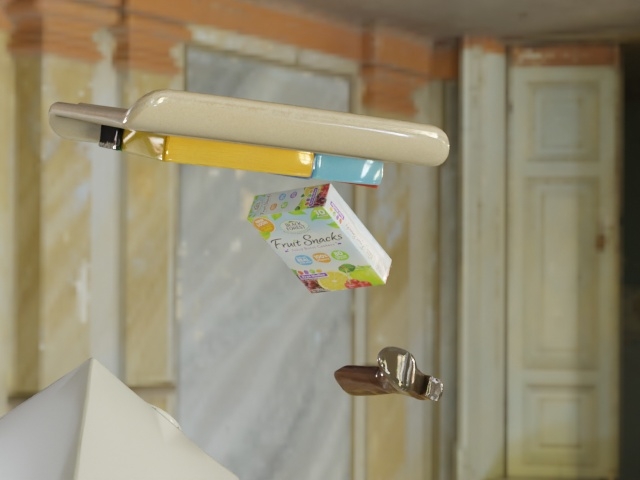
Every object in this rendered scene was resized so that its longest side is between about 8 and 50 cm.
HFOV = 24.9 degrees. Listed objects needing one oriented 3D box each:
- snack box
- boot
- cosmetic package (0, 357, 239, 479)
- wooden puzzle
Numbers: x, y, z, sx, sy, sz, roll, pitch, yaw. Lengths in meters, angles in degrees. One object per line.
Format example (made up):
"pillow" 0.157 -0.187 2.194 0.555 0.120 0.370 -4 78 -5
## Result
"snack box" 0.000 0.000 1.577 0.100 0.037 0.141 -9 138 31
"boot" 0.050 0.132 1.443 0.114 0.037 0.106 2 153 41
"cosmetic package" -0.193 0.312 1.245 0.156 0.217 0.385 -34 -152 19
"wooden puzzle" -0.059 -0.067 1.013 0.221 0.044 0.239 6 180 -24
